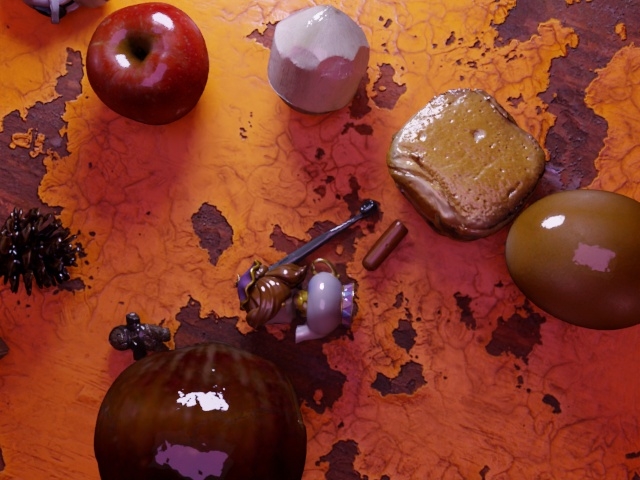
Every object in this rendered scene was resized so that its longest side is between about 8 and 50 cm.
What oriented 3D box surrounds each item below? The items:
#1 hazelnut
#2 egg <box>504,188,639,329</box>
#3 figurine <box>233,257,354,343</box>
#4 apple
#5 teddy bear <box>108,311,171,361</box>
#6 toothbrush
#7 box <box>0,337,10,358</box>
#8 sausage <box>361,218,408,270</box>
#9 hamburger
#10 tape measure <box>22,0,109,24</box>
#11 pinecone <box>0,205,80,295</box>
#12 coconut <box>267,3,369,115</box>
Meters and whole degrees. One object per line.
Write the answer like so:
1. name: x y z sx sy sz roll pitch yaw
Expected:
1. hazelnut: -0.239 0.422 1.794 0.428 0.402 0.403 -1 89 5
2. egg: 0.550 0.037 1.775 0.351 0.282 0.283 11 90 2
3. figurine: -0.059 0.127 1.885 0.263 0.142 0.190 6 91 2
4. apple: -0.364 -0.381 1.874 0.260 0.216 0.261 0 88 5
5. teddy bear: -0.390 0.215 1.944 0.160 0.078 0.120 6 112 20
6. toothbrush: 0.000 0.000 1.940 0.297 0.030 0.030 -34 63 4
7. box: -0.787 0.260 1.888 0.129 0.225 0.086 -39 87 3
8. sausage: 0.141 0.013 1.923 0.039 0.041 0.131 38 92 -18
9. hamburger: 0.307 -0.159 1.848 0.284 0.174 0.304 -40 87 0
10. tape measure: -0.591 -0.598 1.942 0.197 0.120 0.236 -33 83 5
11. pinecone: -0.622 0.026 1.901 0.207 0.208 0.208 0 89 4
12. coconut: 0.000 -0.387 1.834 0.224 0.224 0.234 34 130 3
